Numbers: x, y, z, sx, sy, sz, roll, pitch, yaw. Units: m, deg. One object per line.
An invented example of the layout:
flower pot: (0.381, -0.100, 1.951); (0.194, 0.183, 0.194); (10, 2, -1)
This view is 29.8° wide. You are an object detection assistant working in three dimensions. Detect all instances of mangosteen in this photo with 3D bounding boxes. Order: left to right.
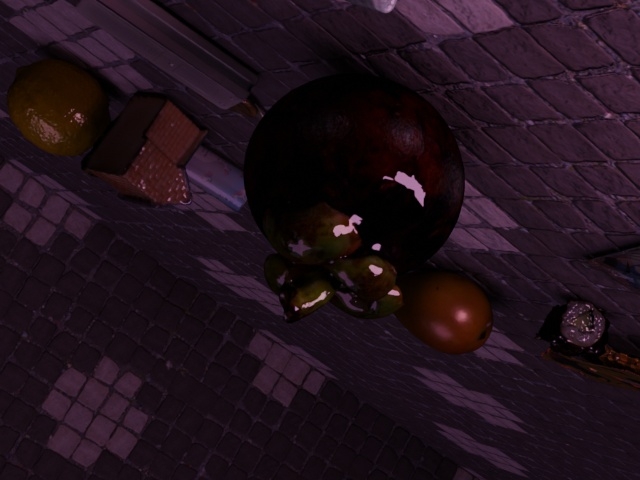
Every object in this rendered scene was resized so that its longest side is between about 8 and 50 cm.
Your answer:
mangosteen: (0.038, -0.064, 1.550); (0.311, 0.311, 0.311); (28, 166, 7)

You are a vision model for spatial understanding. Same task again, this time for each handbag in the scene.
handbag: (0.536, 0.216, 2.115); (0.083, 0.027, 0.061); (18, 163, 35)

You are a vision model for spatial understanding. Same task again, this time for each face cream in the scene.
face cream: (-0.236, -0.145, 2.318); (0.229, 0.075, 0.075); (31, 166, -9)

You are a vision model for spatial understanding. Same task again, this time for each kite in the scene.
kite: (0.552, 0.251, 2.140); (0.328, 0.013, 0.377); (19, 172, 9)
kite: (0.523, 0.078, 1.673); (0.368, 0.014, 0.406); (19, 162, 37)

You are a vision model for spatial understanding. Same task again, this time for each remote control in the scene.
remote control: (-0.227, -0.297, 1.796); (0.277, 0.055, 0.103); (33, 166, -17)

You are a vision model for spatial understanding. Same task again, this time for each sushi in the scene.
sushi: (0.413, 0.149, 1.972); (0.094, 0.098, 0.084); (34, 165, -7)

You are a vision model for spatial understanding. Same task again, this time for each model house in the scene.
model house: (-0.300, -0.150, 2.203); (0.172, 0.183, 0.166); (41, 164, -35)

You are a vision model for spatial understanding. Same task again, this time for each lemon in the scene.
lemon: (-0.492, -0.251, 2.272); (0.181, 0.180, 0.193); (12, 137, 52)

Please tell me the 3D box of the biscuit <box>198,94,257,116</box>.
biscuit: (-0.159, -0.233, 1.946); (0.147, 0.018, 0.071); (24, 164, 39)

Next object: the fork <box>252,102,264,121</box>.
fork: (-0.035, -0.156, 1.984); (0.219, 0.028, 0.034); (42, 170, -27)

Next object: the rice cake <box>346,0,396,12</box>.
rice cake: (-0.060, -0.327, 1.316); (0.336, 0.063, 0.066); (23, 165, 26)

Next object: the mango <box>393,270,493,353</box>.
mango: (0.225, 0.132, 2.236); (0.175, 0.139, 0.254); (46, 170, -14)
